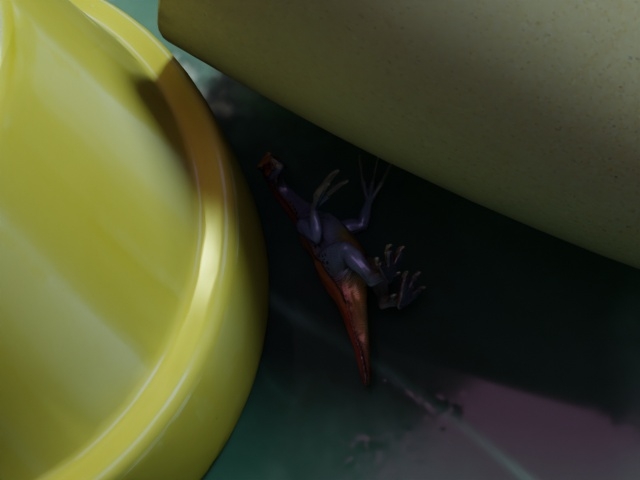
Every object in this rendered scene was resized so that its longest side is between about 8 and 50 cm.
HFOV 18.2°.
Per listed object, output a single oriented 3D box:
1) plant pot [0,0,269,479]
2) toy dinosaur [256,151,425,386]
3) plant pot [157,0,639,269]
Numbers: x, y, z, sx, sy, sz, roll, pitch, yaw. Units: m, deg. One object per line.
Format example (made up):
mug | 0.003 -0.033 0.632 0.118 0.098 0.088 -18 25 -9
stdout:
plant pot | -0.160 -0.012 0.731 0.254 0.239 0.254 -3 68 7
toy dinosaur | 0.000 0.000 0.811 0.082 0.047 0.090 23 83 35
plant pot | 0.124 -0.094 0.738 0.274 0.256 0.256 38 78 4
